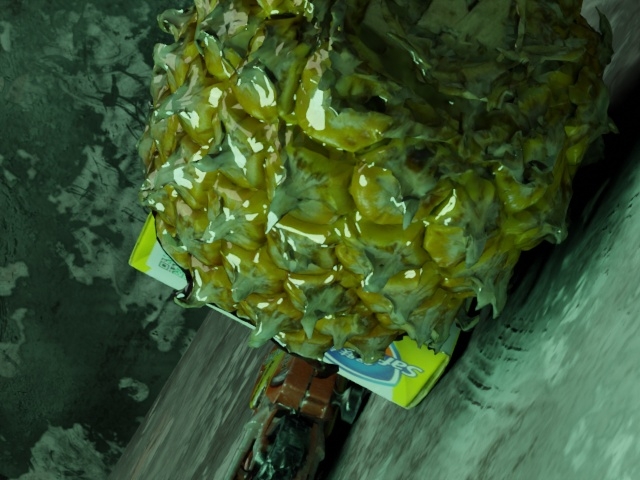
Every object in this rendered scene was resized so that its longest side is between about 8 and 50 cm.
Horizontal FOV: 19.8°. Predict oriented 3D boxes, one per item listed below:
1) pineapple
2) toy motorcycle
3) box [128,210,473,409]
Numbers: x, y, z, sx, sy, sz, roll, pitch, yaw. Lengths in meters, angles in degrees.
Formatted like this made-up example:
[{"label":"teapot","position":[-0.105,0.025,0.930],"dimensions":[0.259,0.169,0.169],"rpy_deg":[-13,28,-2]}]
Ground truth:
[{"label":"pineapple","position":[0.038,-0.099,1.316],"dimensions":[0.300,0.352,0.352],"rpy_deg":[-53,10,54]},{"label":"toy motorcycle","position":[-0.022,0.163,1.770],"dimensions":[0.171,0.089,0.298],"rpy_deg":[-58,7,42]},{"label":"box","position":[0.000,0.000,1.492],"dimensions":[0.097,0.265,0.168],"rpy_deg":[-59,6,50]}]
